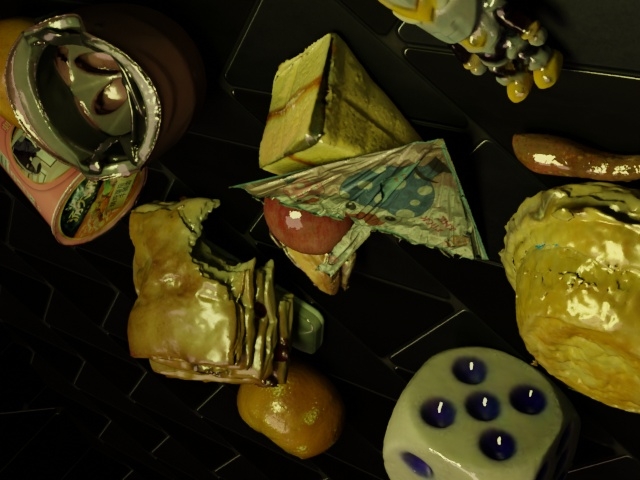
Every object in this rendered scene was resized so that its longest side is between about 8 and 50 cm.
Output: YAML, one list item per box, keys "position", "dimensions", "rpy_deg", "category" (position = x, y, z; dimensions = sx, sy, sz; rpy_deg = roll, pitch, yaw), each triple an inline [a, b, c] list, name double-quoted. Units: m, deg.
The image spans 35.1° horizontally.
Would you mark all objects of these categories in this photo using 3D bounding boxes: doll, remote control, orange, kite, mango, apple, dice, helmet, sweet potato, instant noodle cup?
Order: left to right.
- position: [-0.462, -0.270, 1.784]
  dimensions: [0.317, 0.173, 0.211]
  rpy_deg: [25, 136, 4]
  category: "mango"
- position: [-0.499, -0.153, 1.955]
  dimensions: [0.255, 0.244, 0.244]
  rpy_deg: [41, 153, 19]
  category: "instant noodle cup"
- position: [-0.320, -0.249, 1.590]
  dimensions: [0.338, 0.197, 0.271]
  rpy_deg: [0, 119, 44]
  category: "helmet"
- position: [-0.141, 0.109, 2.011]
  dimensions: [0.335, 0.065, 0.128]
  rpy_deg: [31, 147, 18]
  category: "remote control"
- position: [-0.055, 0.342, 2.108]
  dimensions: [0.237, 0.179, 0.158]
  rpy_deg: [42, 154, 1]
  category: "orange"
- position: [-0.011, -0.047, 1.549]
  dimensions: [0.153, 0.153, 0.120]
  rpy_deg: [24, 130, 29]
  category: "apple"
- position: [0.075, -0.042, 1.409]
  dimensions: [0.406, 0.014, 0.368]
  rpy_deg: [16, 144, -19]
  category: "kite"
- position: [0.133, -0.276, 1.116]
  dimensions: [0.316, 0.103, 0.145]
  rpy_deg: [38, 177, -17]
  category: "doll"
- position: [0.265, 0.336, 1.654]
  dimensions: [0.251, 0.243, 0.259]
  rpy_deg: [25, 144, 28]
  category: "dice"
- position: [0.322, -0.094, 1.193]
  dimensions: [0.214, 0.050, 0.050]
  rpy_deg: [13, 141, 35]
  category: "sweet potato"

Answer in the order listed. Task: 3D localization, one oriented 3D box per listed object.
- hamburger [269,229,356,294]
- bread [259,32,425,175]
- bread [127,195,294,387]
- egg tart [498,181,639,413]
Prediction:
- position: [0.006, 0.001, 1.676]
  dimensions: [0.176, 0.087, 0.102]
  rpy_deg: [50, 140, -1]
  category: "hamburger"
- position: [0.062, -0.152, 1.434]
  dimensions: [0.264, 0.163, 0.167]
  rpy_deg: [19, 158, -30]
  category: "bread"
- position: [-0.223, 0.104, 1.897]
  dimensions: [0.314, 0.191, 0.370]
  rpy_deg: [0, 99, 29]
  category: "bread"
- position: [0.379, 0.094, 1.265]
  dimensions: [0.388, 0.169, 0.388]
  rpy_deg: [28, 154, 15]
  category: "egg tart"
